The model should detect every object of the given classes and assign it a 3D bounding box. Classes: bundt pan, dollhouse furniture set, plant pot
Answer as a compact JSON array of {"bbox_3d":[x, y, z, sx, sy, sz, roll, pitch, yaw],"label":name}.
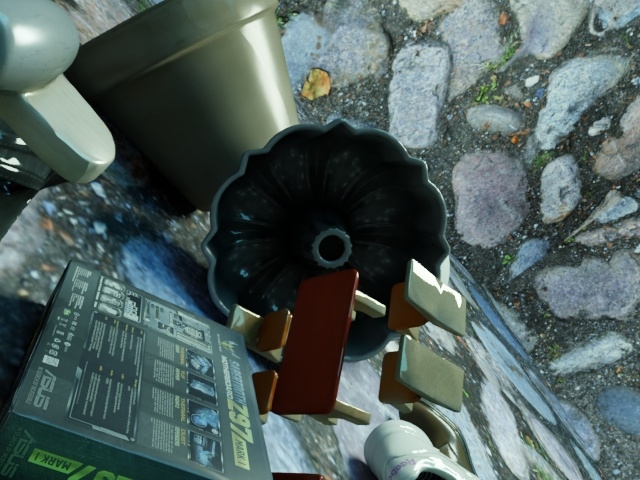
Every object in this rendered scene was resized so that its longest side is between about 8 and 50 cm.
[{"bbox_3d":[0.000,0.000,0.840,0.331,0.331,0.124,45,-2,-18],"label":"bundt pan"},{"bbox_3d":[-0.014,0.147,0.590,0.135,0.262,0.259,36,52,-36],"label":"dollhouse furniture set"},{"bbox_3d":[-0.170,-0.207,0.918,0.323,0.323,0.280,-86,151,-68],"label":"plant pot"}]

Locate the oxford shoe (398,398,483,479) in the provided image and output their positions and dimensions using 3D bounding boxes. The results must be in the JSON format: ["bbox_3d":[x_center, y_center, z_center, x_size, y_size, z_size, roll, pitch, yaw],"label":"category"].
[{"bbox_3d":[0.190,0.348,0.959,0.096,0.083,0.227,15,37,-57],"label":"oxford shoe"}]

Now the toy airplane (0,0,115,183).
[{"bbox_3d":[-0.311,-0.233,0.372,0.386,0.272,0.384,13,53,-40],"label":"toy airplane"}]

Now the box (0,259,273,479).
[{"bbox_3d":[-0.139,0.117,0.483,0.183,0.059,0.232,27,13,-22],"label":"box"}]

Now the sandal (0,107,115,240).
[{"bbox_3d":[-0.308,-0.108,0.584,0.167,0.107,0.445,46,16,-15],"label":"sandal"}]

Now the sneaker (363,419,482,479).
[{"bbox_3d":[0.186,0.369,0.808,0.305,0.114,0.152,37,1,-12],"label":"sneaker"}]

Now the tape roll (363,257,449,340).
[{"bbox_3d":[0.078,0.039,1.061,0.169,0.246,0.246,34,22,-48],"label":"tape roll"}]
